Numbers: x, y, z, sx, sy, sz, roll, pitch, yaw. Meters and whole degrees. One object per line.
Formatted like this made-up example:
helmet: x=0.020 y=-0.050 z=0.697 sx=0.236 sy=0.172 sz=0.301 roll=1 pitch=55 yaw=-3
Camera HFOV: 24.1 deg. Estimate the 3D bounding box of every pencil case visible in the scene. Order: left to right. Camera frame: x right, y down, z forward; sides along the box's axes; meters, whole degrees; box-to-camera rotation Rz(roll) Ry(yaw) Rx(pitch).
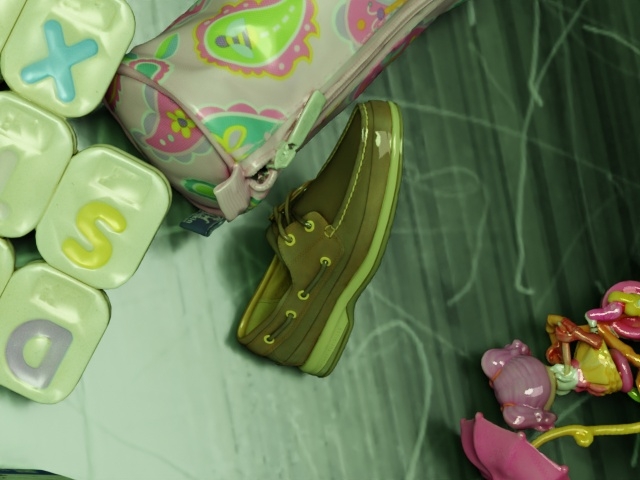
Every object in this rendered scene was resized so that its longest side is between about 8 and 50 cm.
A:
pencil case: x=0.006 y=-0.133 z=0.863 sx=0.124 sy=0.124 sz=0.284 roll=48 pitch=70 yaw=-7

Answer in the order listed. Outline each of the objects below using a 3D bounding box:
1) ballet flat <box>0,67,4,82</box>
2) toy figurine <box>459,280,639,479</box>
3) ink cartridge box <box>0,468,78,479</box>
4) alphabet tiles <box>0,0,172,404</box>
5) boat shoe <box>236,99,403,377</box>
ballet flat: x=-0.124 y=-0.313 z=0.815 sx=0.164 sy=0.182 sz=0.483 roll=28 pitch=76 yaw=-11
toy figurine: x=0.160 y=0.093 z=0.903 sx=0.159 sy=0.130 sz=0.173 roll=-13 pitch=65 yaw=-9
ink cartridge box: x=-0.171 y=0.136 z=0.729 sx=0.097 sy=0.207 sz=0.046 roll=3 pitch=83 yaw=-18
alphabet tiles: x=-0.228 y=-0.036 z=0.774 sx=0.284 sy=0.021 sz=0.278 roll=28 pitch=97 yaw=-7
boat shoe: x=0.000 y=0.000 z=0.837 sx=0.060 sy=0.064 sz=0.178 roll=12 pitch=121 yaw=-13
